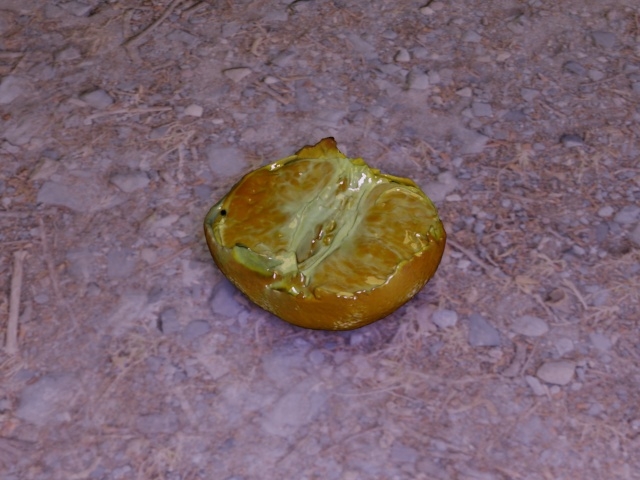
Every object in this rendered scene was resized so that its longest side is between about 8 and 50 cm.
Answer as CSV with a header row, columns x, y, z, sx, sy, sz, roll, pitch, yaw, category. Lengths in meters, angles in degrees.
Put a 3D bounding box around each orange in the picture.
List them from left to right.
x,y,z,sx,sy,sz,roll,pitch,yaw,category
0.000,0.009,1.737,0.334,0.196,0.262,21,36,15,orange
